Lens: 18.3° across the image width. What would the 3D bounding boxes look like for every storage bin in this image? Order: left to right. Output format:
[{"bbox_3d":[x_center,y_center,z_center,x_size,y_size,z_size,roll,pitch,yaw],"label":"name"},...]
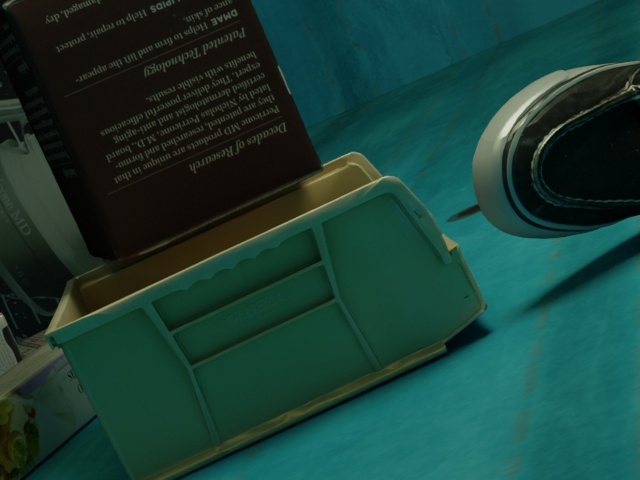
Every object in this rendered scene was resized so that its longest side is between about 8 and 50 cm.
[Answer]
[{"bbox_3d":[-0.039,0.043,1.374,0.260,0.123,0.262,-25,7,-1],"label":"storage bin"}]

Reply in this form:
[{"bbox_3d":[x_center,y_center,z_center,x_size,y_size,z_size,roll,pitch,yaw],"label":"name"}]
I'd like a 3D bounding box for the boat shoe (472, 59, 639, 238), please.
[{"bbox_3d":[0.246,-0.071,1.331,0.306,0.113,0.105,-11,6,-30],"label":"boat shoe"}]

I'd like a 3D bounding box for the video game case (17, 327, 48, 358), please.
[{"bbox_3d":[-0.287,0.137,1.865,0.300,0.036,0.329,-27,8,-18],"label":"video game case"}]

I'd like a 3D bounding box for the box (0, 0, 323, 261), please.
[{"bbox_3d":[-0.127,-0.109,1.472,0.167,0.203,0.168,-26,7,-12],"label":"box"}]

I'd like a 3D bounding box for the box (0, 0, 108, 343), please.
[{"bbox_3d":[-0.320,-0.142,2.213,0.472,0.479,0.297,-21,10,32],"label":"box"}]

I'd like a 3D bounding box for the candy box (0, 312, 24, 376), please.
[{"bbox_3d":[-0.365,0.130,1.753,0.196,0.070,0.165,-26,8,-13],"label":"candy box"}]

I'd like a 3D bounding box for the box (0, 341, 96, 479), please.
[{"bbox_3d":[-0.239,0.142,1.554,0.067,0.063,0.324,-20,8,21],"label":"box"}]
